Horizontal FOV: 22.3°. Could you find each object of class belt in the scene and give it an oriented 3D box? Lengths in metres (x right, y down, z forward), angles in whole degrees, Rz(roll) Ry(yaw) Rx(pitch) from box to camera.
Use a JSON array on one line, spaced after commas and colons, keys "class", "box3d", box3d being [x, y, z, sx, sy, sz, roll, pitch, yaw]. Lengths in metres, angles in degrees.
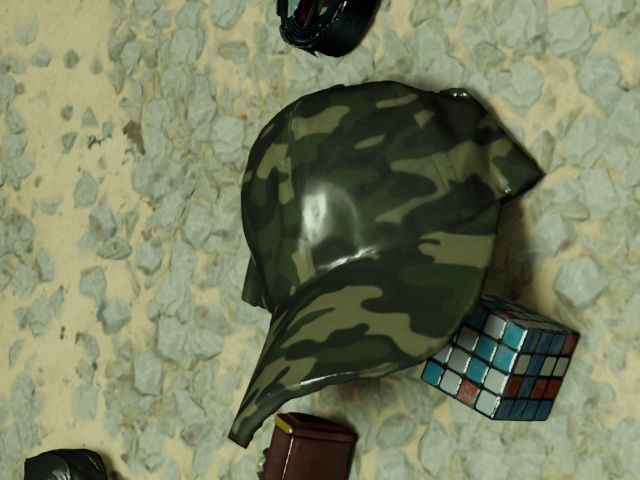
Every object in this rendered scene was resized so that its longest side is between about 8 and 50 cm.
[{"class": "belt", "box3d": [0.010, -0.260, 1.699, 0.105, 0.058, 0.140, 38, 111, 42]}]

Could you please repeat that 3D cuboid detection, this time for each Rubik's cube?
[{"class": "Rubik's cube", "box3d": [0.165, 0.107, 1.493, 0.092, 0.092, 0.092, 28, 102, 38]}]

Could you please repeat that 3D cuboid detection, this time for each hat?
[{"class": "hat", "box3d": [0.000, 0.000, 1.527, 0.366, 0.381, 0.257, -31, 92, 29]}]

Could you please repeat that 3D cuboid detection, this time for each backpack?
[{"class": "backpack", "box3d": [-0.293, 0.318, 1.829, 0.120, 0.106, 0.165, -19, 75, 41]}]

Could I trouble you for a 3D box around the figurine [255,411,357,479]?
[{"class": "figurine", "box3d": [-0.035, 0.250, 1.653, 0.098, 0.082, 0.154, 20, 97, 53]}]
